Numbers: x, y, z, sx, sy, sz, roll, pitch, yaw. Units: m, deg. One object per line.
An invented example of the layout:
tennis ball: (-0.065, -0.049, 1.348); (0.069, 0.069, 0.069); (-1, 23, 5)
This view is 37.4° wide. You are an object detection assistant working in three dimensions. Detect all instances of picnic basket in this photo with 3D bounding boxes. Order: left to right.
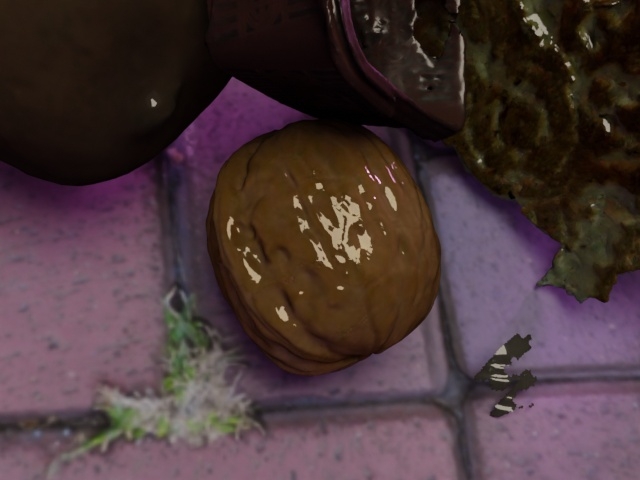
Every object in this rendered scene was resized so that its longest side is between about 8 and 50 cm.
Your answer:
picnic basket: (0.015, -0.196, 0.764); (0.129, 0.297, 0.223); (-4, 83, 24)

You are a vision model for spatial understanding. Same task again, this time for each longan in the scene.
longan: (-0.202, -0.194, 0.784); (0.297, 0.297, 0.297); (5, 64, -11)

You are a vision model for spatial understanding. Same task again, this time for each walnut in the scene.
walnut: (0.000, 0.000, 0.789); (0.213, 0.213, 0.213); (5, 64, -11)

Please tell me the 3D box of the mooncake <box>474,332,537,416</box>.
mooncake: (0.202, 0.259, 0.803); (0.150, 0.057, 0.347); (-20, 78, -35)

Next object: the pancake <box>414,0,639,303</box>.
pancake: (0.220, -0.150, 0.882); (0.427, 0.305, 0.067); (49, 35, 11)
